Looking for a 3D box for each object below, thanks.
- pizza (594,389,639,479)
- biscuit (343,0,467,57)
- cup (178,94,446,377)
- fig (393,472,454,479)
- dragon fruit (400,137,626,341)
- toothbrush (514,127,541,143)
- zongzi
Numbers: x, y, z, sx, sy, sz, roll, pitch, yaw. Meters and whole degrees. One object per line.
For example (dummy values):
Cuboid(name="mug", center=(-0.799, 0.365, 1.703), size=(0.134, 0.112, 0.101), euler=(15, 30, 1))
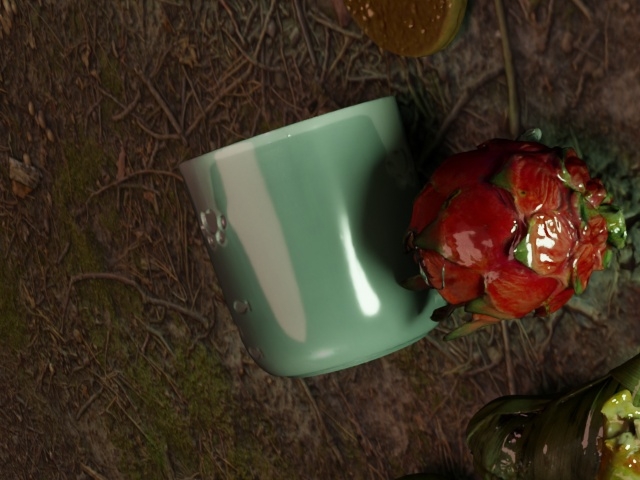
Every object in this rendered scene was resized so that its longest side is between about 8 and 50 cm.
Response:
Cuboid(name="pizza", center=(0.379, 0.319, 1.359), size=(0.406, 0.130, 0.440), euler=(44, 142, -5))
Cuboid(name="biscuit", center=(0.064, -0.334, 1.555), size=(0.289, 0.044, 0.202), euler=(59, 146, 13))
Cuboid(name="cup", center=(0.000, 0.000, 1.695), size=(0.357, 0.259, 0.275), euler=(-103, -4, -88))
Cuboid(name="fig", center=(0.125, 0.352, 1.874), size=(0.259, 0.151, 0.151), euler=(-124, 21, -71))
Cuboid(name="dragon fruit", center=(0.179, -0.005, 1.450), size=(0.274, 0.193, 0.192), euler=(-15, 54, 36))
Cuboid(name="toothbrush", center=(0.173, -0.046, 1.600), size=(0.019, 0.025, 0.276), euler=(56, 146, 14))
Cuboid(name="zongzi", center=(0.265, 0.177, 1.519), size=(0.250, 0.125, 0.274), euler=(21, 127, 39))
